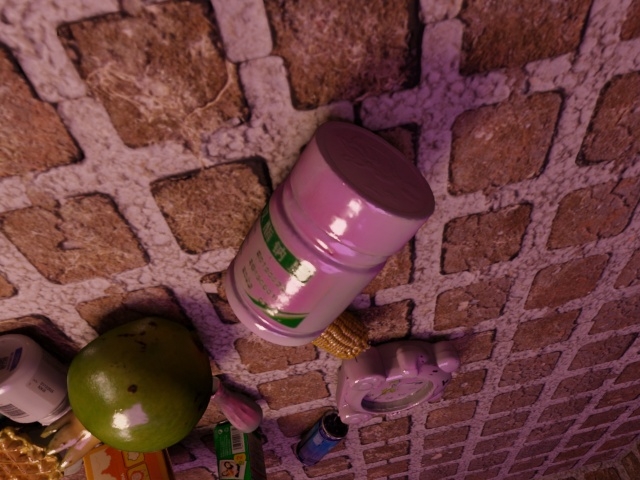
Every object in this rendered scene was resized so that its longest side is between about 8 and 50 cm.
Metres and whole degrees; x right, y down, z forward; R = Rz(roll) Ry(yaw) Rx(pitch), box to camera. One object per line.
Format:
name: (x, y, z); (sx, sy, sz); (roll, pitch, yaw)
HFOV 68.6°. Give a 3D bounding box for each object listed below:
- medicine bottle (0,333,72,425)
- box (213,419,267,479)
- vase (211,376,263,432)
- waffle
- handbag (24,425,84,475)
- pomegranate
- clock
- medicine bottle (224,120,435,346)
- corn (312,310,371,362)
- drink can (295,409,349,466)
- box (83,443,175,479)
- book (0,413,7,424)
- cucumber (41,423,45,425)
medicine bottle: (-0.598, 0.298, 0.966); (0.134, 0.135, 0.215); (-13, 138, -1)
box: (-0.232, 0.672, 1.383); (0.102, 0.250, 0.180); (-18, 139, 2)
vase: (-0.239, 0.438, 1.261); (0.086, 0.086, 0.214); (-22, 133, 9)
waffle: (-0.761, 0.531, 1.121); (0.300, 0.058, 0.282); (14, 124, -6)
handbag: (-0.695, 0.575, 1.292); (0.219, 0.079, 0.256); (0, 138, -34)
pomegranate: (-0.379, 0.340, 0.960); (0.358, 0.216, 0.310); (-40, 149, -13)
clock: (0.208, 0.384, 1.296); (0.321, 0.114, 0.296); (-6, 137, -11)
medicine bottle: (0.000, 0.000, 0.749); (0.211, 0.212, 0.325); (15, 132, -29)
corn: (-0.006, 0.176, 1.020); (0.106, 0.106, 0.305); (-36, 132, 23)
drink can: (0.002, 0.654, 1.545); (0.097, 0.097, 0.235); (9, 132, -24)
box: (-0.518, 0.729, 1.338); (0.213, 0.260, 0.284); (-18, 143, -24)
book: (-0.912, 0.432, 1.103); (0.264, 0.031, 0.379); (28, 123, -38)
cucumber: (-0.570, 0.417, 1.166); (0.211, 0.062, 0.078); (5, 169, -28)
